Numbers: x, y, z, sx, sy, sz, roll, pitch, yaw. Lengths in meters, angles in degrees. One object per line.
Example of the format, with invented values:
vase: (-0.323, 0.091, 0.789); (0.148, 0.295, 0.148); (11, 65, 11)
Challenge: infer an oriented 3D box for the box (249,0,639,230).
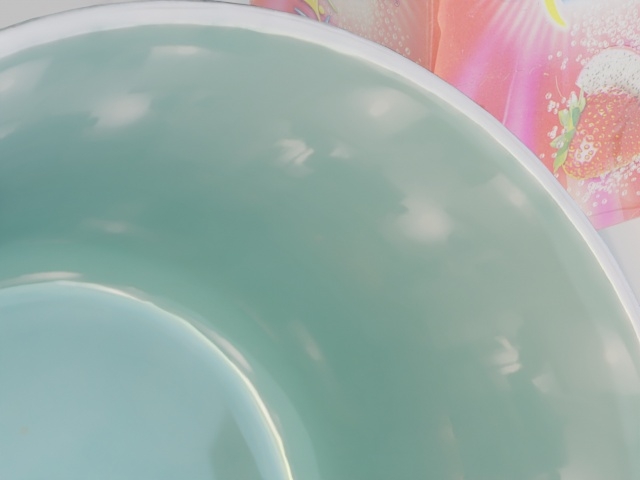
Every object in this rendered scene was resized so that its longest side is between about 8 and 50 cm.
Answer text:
box: (0.064, -0.155, 0.611); (0.142, 0.154, 0.299); (42, -40, 49)

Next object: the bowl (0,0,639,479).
bowl: (-0.058, 0.097, 0.482); (0.163, 0.312, 0.311); (-10, -73, 63)
